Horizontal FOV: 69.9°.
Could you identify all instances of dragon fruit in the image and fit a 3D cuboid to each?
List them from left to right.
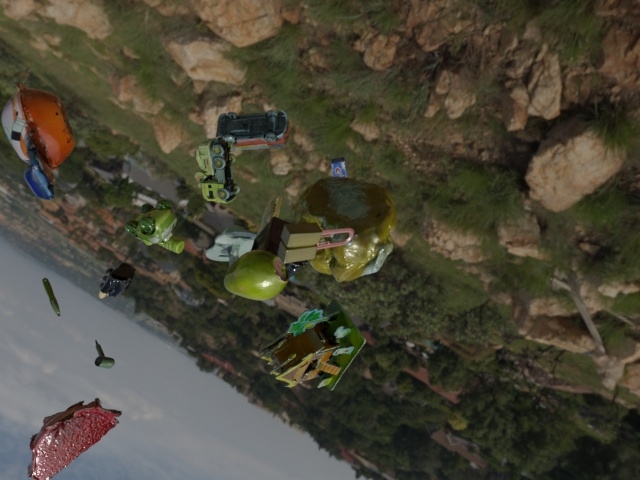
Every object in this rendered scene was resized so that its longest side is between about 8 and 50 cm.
[{"bbox_3d":[-0.747,0.545,1.343,0.126,0.274,0.161,22,135,37],"label":"dragon fruit"}]

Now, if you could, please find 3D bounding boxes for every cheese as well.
[{"bbox_3d":[-0.645,-0.234,1.055,0.217,0.129,0.329,92,156,-51],"label":"cheese"}]

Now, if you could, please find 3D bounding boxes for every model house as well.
[{"bbox_3d":[-0.049,0.422,1.751,0.242,0.313,0.357,52,127,31],"label":"model house"}]

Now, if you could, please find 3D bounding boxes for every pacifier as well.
[{"bbox_3d":[-0.418,0.077,2.311,0.288,0.269,0.343,1,156,-31],"label":"pacifier"}]

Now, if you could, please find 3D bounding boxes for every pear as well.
[{"bbox_3d":[-0.228,0.125,1.594,0.220,0.187,0.187,-23,131,22],"label":"pear"}]

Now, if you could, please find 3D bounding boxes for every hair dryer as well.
[{"bbox_3d":[-0.942,0.482,1.968,0.150,0.047,0.071,51,-179,31],"label":"hair dryer"}]

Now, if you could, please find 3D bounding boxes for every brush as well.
[{"bbox_3d":[0.000,0.000,1.272,0.047,0.233,0.103,52,136,41],"label":"brush"}]

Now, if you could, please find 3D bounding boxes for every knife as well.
[{"bbox_3d":[-0.889,0.183,1.513,0.184,0.022,0.026,45,136,34],"label":"knife"}]

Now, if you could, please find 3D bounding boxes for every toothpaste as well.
[{"bbox_3d":[0.099,-0.239,2.067,0.066,0.053,0.272,-8,124,8],"label":"toothpaste"}]

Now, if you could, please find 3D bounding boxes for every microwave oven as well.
[{"bbox_3d":[-0.170,0.057,1.820,0.178,0.188,0.247,20,146,-19],"label":"microwave oven"}]

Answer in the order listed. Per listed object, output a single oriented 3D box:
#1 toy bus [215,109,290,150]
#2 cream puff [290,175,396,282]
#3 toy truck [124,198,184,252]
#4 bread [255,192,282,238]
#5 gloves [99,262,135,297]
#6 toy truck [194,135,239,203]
[{"bbox_3d":[-0.233,-0.391,1.646,0.265,0.121,0.120,-1,161,13],"label":"toy bus"},{"bbox_3d":[0.074,-0.026,1.554,0.378,0.378,0.275,26,141,14],"label":"cream puff"},{"bbox_3d":[-0.642,-0.044,1.786,0.187,0.148,0.210,7,137,22],"label":"toy truck"},{"bbox_3d":[-0.246,-0.084,2.149,0.054,0.316,0.316,18,159,-1],"label":"bread"},{"bbox_3d":[-0.867,0.184,1.942,0.106,0.129,0.181,20,135,-29],"label":"gloves"},{"bbox_3d":[-0.315,-0.208,1.351,0.116,0.085,0.191,3,112,17],"label":"toy truck"}]
